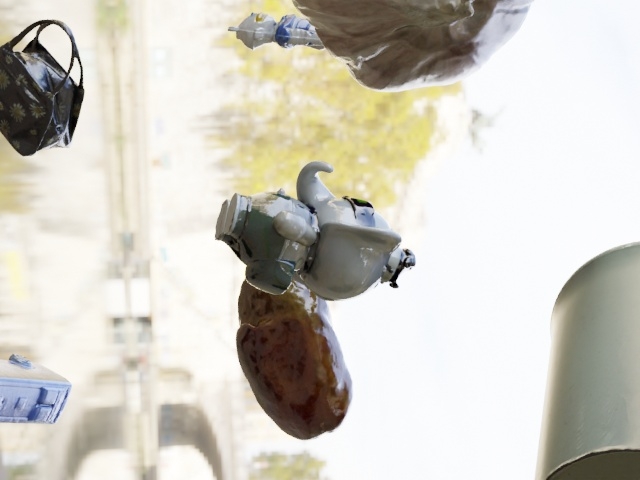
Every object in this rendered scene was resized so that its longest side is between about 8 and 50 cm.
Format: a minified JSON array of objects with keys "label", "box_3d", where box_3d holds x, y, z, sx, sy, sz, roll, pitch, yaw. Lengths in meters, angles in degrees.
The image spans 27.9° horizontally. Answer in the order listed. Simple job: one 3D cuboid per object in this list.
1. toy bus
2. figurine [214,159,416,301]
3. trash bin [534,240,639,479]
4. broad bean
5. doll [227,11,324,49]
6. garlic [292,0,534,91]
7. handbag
[{"label":"toy bus","box_3d":[-0.415,0.200,1.688,0.079,0.094,0.236,-61,160,2]},{"label":"figurine","box_3d":[0.000,0.000,1.216,0.147,0.192,0.126,138,-34,-59]},{"label":"trash bin","box_3d":[0.391,0.196,1.502,0.432,0.280,0.280,-63,160,-54]},{"label":"broad bean","box_3d":[-0.037,0.136,1.605,0.156,0.122,0.228,-2,-70,69]},{"label":"doll","box_3d":[-0.027,-0.315,1.956,0.114,0.227,0.057,-108,-161,-71]},{"label":"garlic","box_3d":[0.117,-0.324,1.484,0.259,0.318,0.317,-102,-168,-53]},{"label":"handbag","box_3d":[-0.287,-0.168,1.308,0.115,0.072,0.139,49,-51,15]}]
